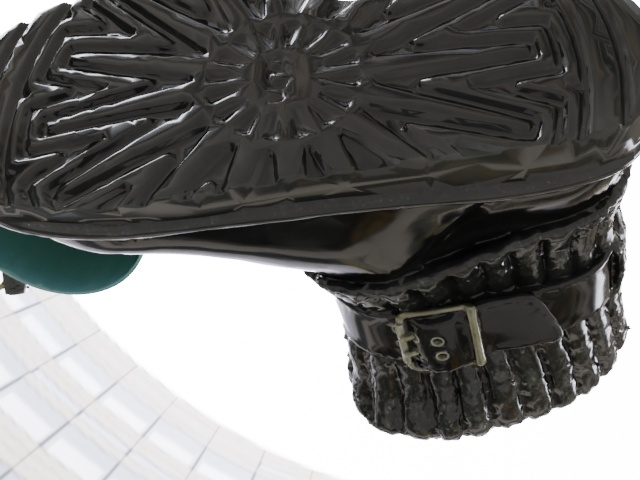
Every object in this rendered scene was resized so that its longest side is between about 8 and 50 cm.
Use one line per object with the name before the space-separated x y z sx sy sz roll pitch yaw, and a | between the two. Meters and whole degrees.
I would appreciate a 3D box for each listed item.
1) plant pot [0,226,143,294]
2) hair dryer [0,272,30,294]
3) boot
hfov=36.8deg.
plant pot | -0.311 -0.115 1.240 0.293 0.235 0.293 9 -53 13
hair dryer | -0.506 -0.047 1.321 0.223 0.080 0.294 -3 -79 -31
boot | 0.001 0.004 0.515 0.348 0.260 0.131 1 -124 8
